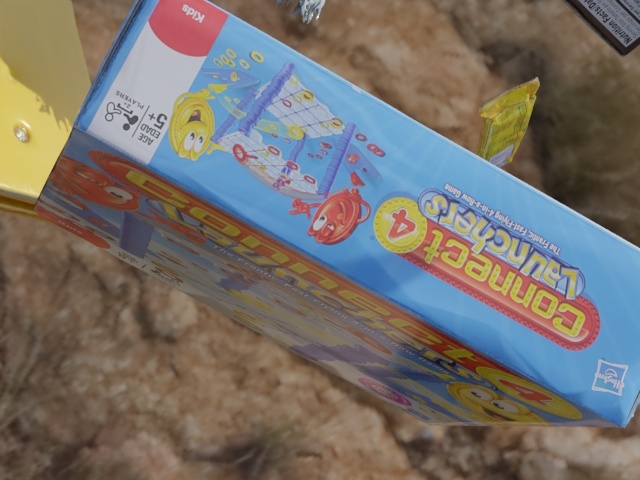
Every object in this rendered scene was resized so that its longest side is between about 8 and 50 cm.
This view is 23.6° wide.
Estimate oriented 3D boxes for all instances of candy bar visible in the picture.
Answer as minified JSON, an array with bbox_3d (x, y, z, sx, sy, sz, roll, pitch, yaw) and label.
[{"bbox_3d":[0.115,-0.070,0.991,0.040,0.161,0.018,-29,80,-4],"label":"candy bar"}]

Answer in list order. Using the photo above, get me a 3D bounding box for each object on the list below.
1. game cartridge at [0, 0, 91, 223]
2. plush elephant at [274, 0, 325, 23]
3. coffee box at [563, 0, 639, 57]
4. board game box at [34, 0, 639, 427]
[{"bbox_3d":[-0.376,-0.181,1.788,0.285,0.053,0.323,17,50,-51],"label":"game cartridge"},{"bbox_3d":[0.021,-0.455,1.805,0.330,0.272,0.255,-57,150,-31],"label":"plush elephant"},{"bbox_3d":[0.261,-0.256,1.014,0.098,0.246,0.141,40,33,-17],"label":"coffee box"},{"bbox_3d":[0.000,0.000,0.868,0.308,0.302,0.086,29,78,-9],"label":"board game box"}]
